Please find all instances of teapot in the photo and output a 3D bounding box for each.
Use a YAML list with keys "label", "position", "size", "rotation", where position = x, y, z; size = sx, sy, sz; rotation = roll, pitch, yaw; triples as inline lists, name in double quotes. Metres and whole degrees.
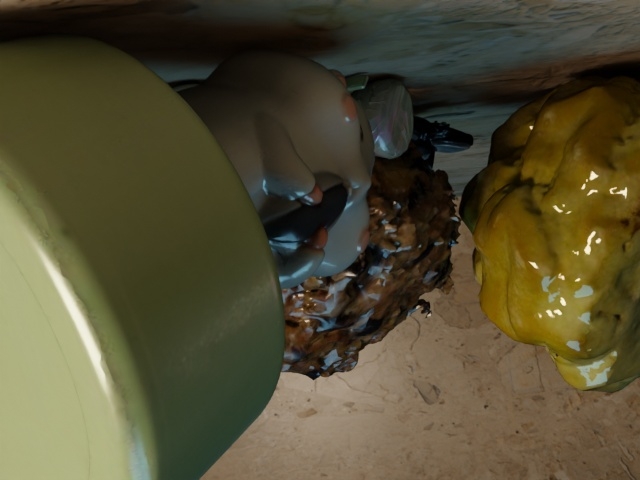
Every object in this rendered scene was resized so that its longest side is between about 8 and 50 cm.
- label: "teapot"
  position: [0.032, -0.102, 0.950]
  size: [0.064, 0.064, 0.083]
  rotation: [1, 150, 28]

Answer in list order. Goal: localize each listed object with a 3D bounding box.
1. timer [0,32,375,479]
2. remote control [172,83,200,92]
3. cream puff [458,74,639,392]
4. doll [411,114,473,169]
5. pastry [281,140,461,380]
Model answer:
- label: "timer"
  position: [-0.087, -0.013, 0.722]
  size: [0.315, 0.290, 0.291]
  rotation: [-31, -166, -37]
- label: "remote control"
  position: [-0.121, -0.085, 0.915]
  size: [0.122, 0.032, 0.074]
  rotation: [-19, 164, 29]
- label: "cream puff"
  position: [0.248, -0.035, 1.096]
  size: [0.324, 0.291, 0.257]
  rotation: [-21, -144, -31]
- label: "doll"
  position: [0.056, -0.089, 1.204]
  size: [0.091, 0.067, 0.219]
  rotation: [17, 165, -29]
- label: "pastry"
  position: [0.000, 0.000, 1.064]
  size: [0.275, 0.193, 0.275]
  rotation: [-32, 152, -19]
